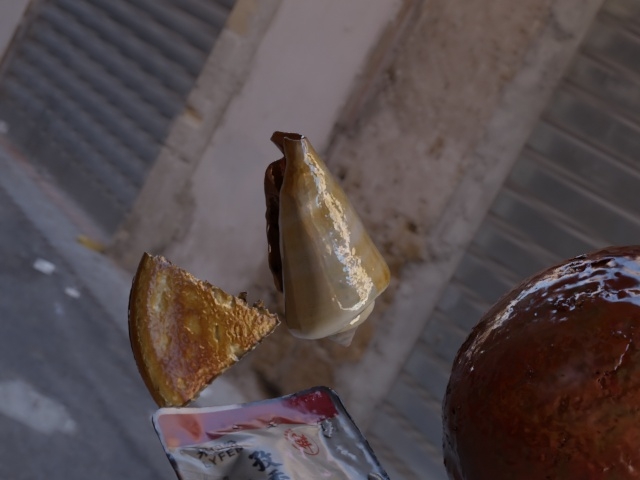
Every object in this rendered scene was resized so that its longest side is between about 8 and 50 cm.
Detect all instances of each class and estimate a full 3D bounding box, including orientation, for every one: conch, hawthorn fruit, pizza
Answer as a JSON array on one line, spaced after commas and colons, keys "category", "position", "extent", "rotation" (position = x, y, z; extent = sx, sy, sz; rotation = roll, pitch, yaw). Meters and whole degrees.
[{"category": "conch", "position": [0.011, 0.000, 1.636], "extent": [0.127, 0.255, 0.158], "rotation": [-8, 19, -13]}, {"category": "hawthorn fruit", "position": [0.247, 0.144, 1.207], "extent": [0.316, 0.316, 0.316], "rotation": [27, 9, -5]}, {"category": "pizza", "position": [-0.144, 0.119, 1.743], "extent": [0.193, 0.201, 0.053], "rotation": [5, -20, -25]}]

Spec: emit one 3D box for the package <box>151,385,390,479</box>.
[{"category": "package", "position": [-0.008, 0.188, 0.960], "extent": [0.154, 0.030, 0.239], "rotation": [-2, 36, -32]}]
